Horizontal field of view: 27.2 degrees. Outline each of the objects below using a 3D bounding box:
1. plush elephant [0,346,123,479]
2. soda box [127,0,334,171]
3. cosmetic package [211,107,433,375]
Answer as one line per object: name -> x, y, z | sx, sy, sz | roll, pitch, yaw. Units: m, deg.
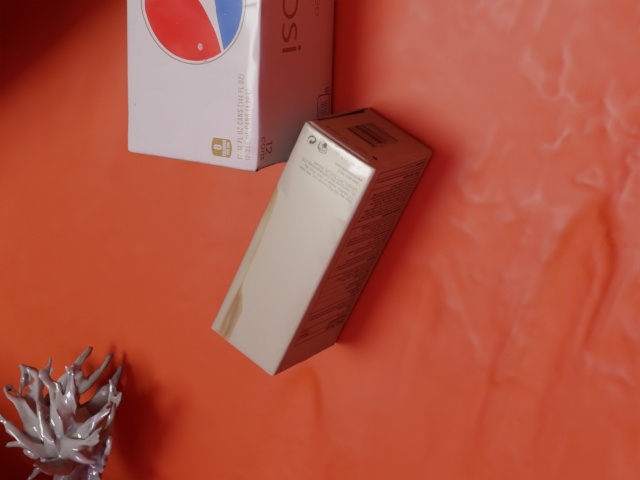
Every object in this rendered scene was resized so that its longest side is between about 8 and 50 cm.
plush elephant -> -0.261, 0.194, 0.674 | 0.255, 0.272, 0.330 | 13, 95, -15
soda box -> -0.038, -0.144, 0.585 | 0.074, 0.069, 0.216 | 10, 106, 28
cosmetic package -> 0.000, 0.000, 0.604 | 0.041, 0.060, 0.115 | 36, 116, 19
